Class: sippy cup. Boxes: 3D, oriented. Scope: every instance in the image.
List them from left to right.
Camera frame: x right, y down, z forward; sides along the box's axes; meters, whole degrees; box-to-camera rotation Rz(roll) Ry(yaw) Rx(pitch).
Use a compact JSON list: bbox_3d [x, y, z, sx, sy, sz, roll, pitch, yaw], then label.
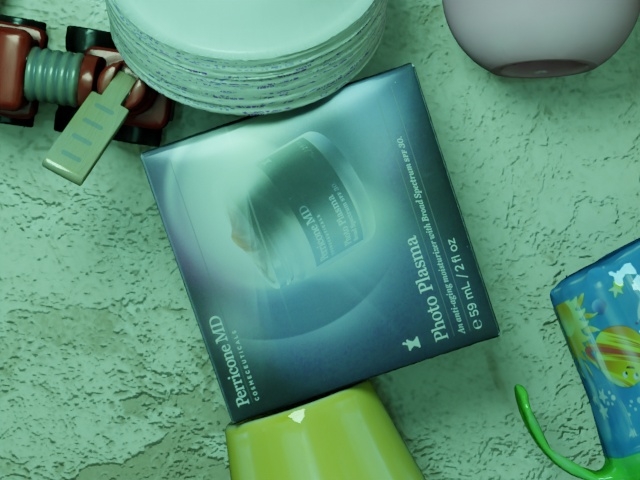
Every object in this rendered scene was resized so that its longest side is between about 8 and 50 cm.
[{"bbox_3d":[0.365,0.110,1.394,0.305,0.240,0.224,-25,83,-37],"label":"sippy cup"}]

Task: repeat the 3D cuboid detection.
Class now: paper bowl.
[{"bbox_3d":[-0.074,-0.273,1.289,0.284,0.148,0.284,0,57,0],"label":"paper bowl"}]

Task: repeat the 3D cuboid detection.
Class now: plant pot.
[{"bbox_3d":[0.011,0.282,1.381,0.254,0.254,0.239,-19,89,1],"label":"plant pot"}]

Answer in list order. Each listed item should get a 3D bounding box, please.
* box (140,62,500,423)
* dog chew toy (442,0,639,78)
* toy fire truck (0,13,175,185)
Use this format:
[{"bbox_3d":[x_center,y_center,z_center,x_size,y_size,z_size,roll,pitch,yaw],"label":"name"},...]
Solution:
[{"bbox_3d":[0.000,0.000,1.389,0.294,0.183,0.296,-19,95,2],"label":"box"},{"bbox_3d":[0.227,-0.341,1.360,0.207,0.206,0.331,-1,87,-1],"label":"dog chew toy"},{"bbox_3d":[-0.265,-0.146,1.337,0.217,0.246,0.158,9,94,-2],"label":"toy fire truck"}]
